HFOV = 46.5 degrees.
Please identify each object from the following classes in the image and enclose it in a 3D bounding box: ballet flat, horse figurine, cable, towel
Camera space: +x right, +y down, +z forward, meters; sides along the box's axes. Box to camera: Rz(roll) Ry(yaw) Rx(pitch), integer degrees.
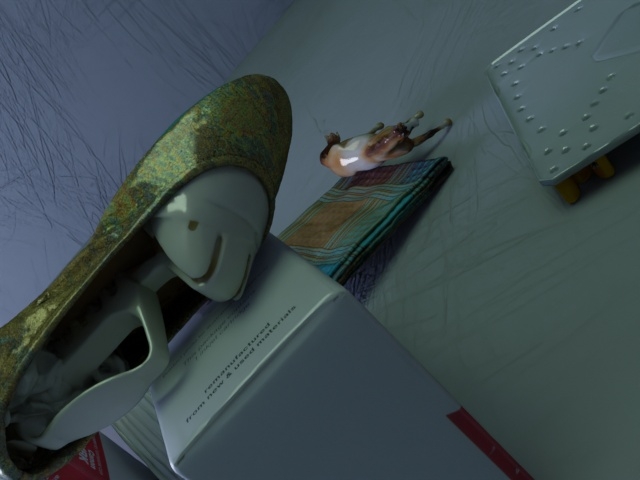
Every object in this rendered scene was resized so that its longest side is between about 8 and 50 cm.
[{"bbox_3d":[-0.122,0.034,0.541,0.348,0.123,0.123,-47,23,-2],"label":"ballet flat"},{"bbox_3d":[0.085,-0.155,1.204,0.263,0.066,0.174,-9,19,46],"label":"horse figurine"},{"bbox_3d":[-0.153,0.193,0.817,0.089,0.257,0.257,-45,11,-10],"label":"cable"},{"bbox_3d":[0.000,0.000,1.107,0.370,0.040,0.271,-45,23,-25],"label":"towel"}]

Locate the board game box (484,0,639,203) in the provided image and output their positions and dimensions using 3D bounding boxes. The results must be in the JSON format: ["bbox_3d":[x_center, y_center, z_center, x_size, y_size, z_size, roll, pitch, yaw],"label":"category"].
[{"bbox_3d":[0.410,-0.249,0.920,0.390,0.050,0.390,-34,25,20],"label":"board game box"}]

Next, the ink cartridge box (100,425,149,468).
[{"bbox_3d":[-0.310,0.270,1.117,0.198,0.115,0.273,-22,31,40],"label":"ink cartridge box"}]

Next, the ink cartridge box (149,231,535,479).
[{"bbox_3d":[-0.015,0.128,0.682,0.160,0.279,0.384,-47,23,-3],"label":"ink cartridge box"}]

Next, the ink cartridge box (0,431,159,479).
[{"bbox_3d":[-0.220,0.315,0.705,0.197,0.273,0.114,-46,27,-6],"label":"ink cartridge box"}]
